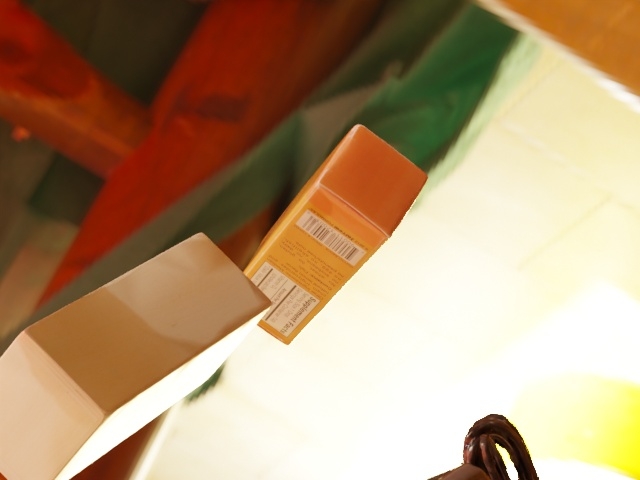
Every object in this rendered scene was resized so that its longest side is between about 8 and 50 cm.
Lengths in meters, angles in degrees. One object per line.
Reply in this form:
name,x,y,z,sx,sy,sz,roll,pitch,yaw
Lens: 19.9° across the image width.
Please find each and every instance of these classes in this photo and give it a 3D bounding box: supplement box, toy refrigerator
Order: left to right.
toy refrigerator,-0.151,0.085,1.366,0.094,0.269,0.102,45,118,6
supplement box,0.000,0.000,1.523,0.080,0.078,0.233,37,147,-5

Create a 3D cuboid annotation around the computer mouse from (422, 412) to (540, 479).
computer mouse,0.070,0.193,0.957,0.072,0.272,0.188,-34,74,23
